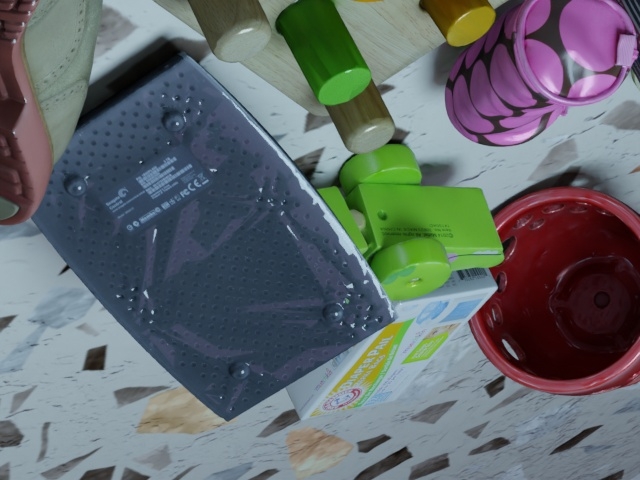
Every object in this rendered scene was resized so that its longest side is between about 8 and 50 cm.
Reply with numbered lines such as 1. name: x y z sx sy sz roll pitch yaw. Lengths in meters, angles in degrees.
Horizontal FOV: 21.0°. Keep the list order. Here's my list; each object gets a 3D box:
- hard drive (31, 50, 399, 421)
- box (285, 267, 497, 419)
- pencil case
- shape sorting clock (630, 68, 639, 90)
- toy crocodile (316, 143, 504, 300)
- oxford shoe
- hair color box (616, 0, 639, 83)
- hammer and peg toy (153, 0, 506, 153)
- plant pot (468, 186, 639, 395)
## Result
1. hard drive: -0.079 -0.003 1.206 0.172 0.054 0.254 -32 117 14
2. box: 0.047 0.062 1.541 0.114 0.103 0.203 -8 150 -34
3. pencil case: 0.157 -0.121 1.225 0.098 0.095 0.209 16 175 -7
4. shape sorting clock: 0.347 -0.184 1.418 0.206 0.040 0.206 -21 155 -10
5. toy crocodile: 0.000 0.000 1.366 0.340 0.115 0.105 -5 153 -34
6. oxford shoe: -0.178 -0.160 0.910 0.348 0.123 0.130 103 10 -54
7. hair color box: 0.259 -0.213 1.116 0.105 0.174 0.347 -22 155 -4
8. hammer and peg toy: 0.031 -0.197 0.982 0.266 0.127 0.361 -32 155 14
9. plant pot: 0.248 0.054 1.627 0.191 0.191 0.174 -32 162 14
